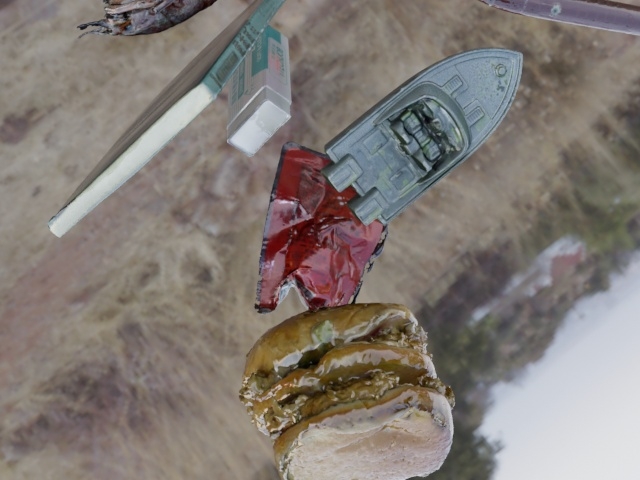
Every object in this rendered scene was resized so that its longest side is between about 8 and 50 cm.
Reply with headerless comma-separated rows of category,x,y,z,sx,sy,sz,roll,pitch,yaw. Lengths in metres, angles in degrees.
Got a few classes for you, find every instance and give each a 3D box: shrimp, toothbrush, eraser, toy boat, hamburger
shrimp,-0.189,-0.267,1.209,0.190,0.073,0.075,-31,172,-22
toothbrush,0.265,-0.305,1.384,0.364,0.040,0.041,5,150,-21
eraser,-0.092,-0.226,1.608,0.095,0.052,0.225,-43,-151,27
toy boat,0.152,-0.159,1.502,0.319,0.141,0.092,-39,-159,0
hamburger,0.019,0.193,1.321,0.245,0.211,0.260,17,136,-41

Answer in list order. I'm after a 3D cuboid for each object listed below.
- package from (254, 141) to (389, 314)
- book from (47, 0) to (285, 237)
package,0.000,0.000,1.627,0.071,0.194,0.269,-6,-116,70
book,-0.160,-0.166,1.257,0.264,0.031,0.379,-38,-165,27
